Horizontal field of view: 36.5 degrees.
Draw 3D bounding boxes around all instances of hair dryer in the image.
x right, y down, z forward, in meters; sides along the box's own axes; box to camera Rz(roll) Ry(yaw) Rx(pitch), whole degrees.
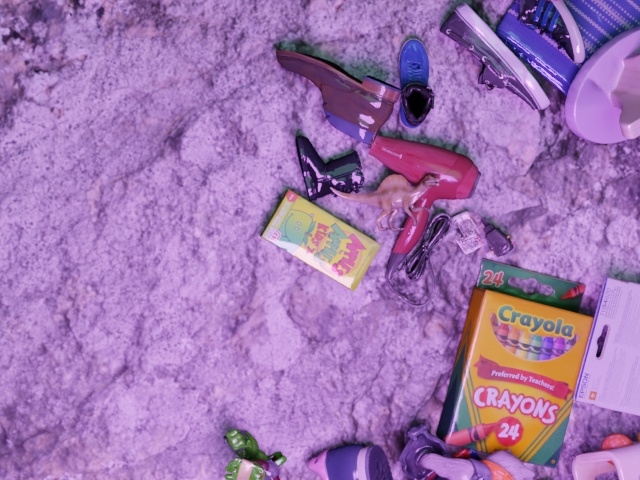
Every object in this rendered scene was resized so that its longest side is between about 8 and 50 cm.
[{"bbox_3d":[0.173,-0.054,1.624,0.223,0.080,0.293,-28,90,0],"label":"hair dryer"}]

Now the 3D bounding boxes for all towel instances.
[{"bbox_3d":[0.487,-0.414,1.683,0.243,0.040,0.336,38,85,-4],"label":"towel"}]

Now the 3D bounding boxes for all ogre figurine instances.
[{"bbox_3d":[-0.096,0.388,1.586,0.197,0.118,0.097,41,91,-5],"label":"ogre figurine"}]

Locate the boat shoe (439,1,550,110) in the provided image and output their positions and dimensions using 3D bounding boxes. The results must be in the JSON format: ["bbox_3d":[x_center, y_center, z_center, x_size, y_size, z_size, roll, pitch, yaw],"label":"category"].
[{"bbox_3d":[0.291,-0.296,1.640,0.076,0.080,0.228,-42,99,13],"label":"boat shoe"}]

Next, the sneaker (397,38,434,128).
[{"bbox_3d":[0.160,-0.265,1.616,0.058,0.084,0.152,5,91,-7],"label":"sneaker"}]

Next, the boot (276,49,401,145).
[{"bbox_3d":[0.014,-0.238,1.598,0.219,0.082,0.106,23,104,11],"label":"boot"}]

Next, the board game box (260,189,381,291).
[{"bbox_3d":[0.000,0.000,1.624,0.181,0.043,0.092,31,87,-7],"label":"board game box"}]

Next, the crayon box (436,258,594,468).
[{"bbox_3d":[0.336,0.208,1.653,0.202,0.081,0.319,14,89,-7],"label":"crayon box"}]

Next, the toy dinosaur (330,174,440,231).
[{"bbox_3d":[0.113,-0.062,1.601,0.183,0.053,0.093,-8,83,16],"label":"toy dinosaur"}]

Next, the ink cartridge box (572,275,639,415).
[{"bbox_3d":[0.540,0.187,1.673,0.224,0.045,0.223,16,90,-21],"label":"ink cartridge box"}]

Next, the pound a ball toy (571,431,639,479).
[{"bbox_3d":[0.533,0.388,1.648,0.319,0.208,0.136,-5,77,-24],"label":"pound a ball toy"}]

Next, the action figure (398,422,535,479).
[{"bbox_3d":[0.229,0.481,1.550,0.330,0.178,0.341,-47,109,-13],"label":"action figure"}]

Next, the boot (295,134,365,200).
[{"bbox_3d":[0.017,-0.127,1.623,0.099,0.045,0.121,-15,100,-4],"label":"boot"}]

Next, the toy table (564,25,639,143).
[{"bbox_3d":[0.557,-0.252,1.597,0.274,0.161,0.252,-41,118,-8],"label":"toy table"}]

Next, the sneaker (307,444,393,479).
[{"bbox_3d":[0.063,0.492,1.632,0.131,0.112,0.319,-5,99,24],"label":"sneaker"}]

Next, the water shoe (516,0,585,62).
[{"bbox_3d":[0.372,-0.376,1.625,0.080,0.073,0.203,-28,84,12],"label":"water shoe"}]
